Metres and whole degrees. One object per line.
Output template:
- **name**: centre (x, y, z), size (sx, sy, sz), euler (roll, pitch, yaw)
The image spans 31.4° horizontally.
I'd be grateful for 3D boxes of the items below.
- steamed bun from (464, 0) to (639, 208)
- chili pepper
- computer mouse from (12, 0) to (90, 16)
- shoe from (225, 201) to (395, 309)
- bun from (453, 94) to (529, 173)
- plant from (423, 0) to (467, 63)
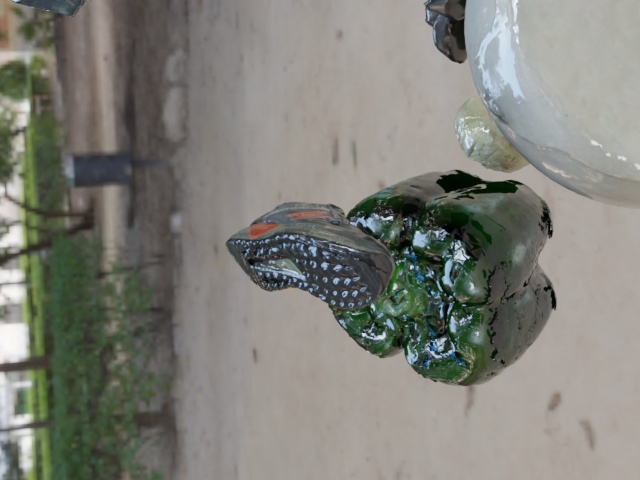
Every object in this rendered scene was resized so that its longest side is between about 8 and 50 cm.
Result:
- **steamed bun**: centre (0.247, -0.164, 0.899), size (0.177, 0.283, 0.282), euler (172, 94, -83)
- **chili pepper**: centre (0.156, 0.031, 1.333), size (0.249, 0.257, 0.233), euler (30, 124, 20)
- **computer mouse**: centre (-0.137, -0.215, 0.603), size (0.126, 0.071, 0.231), euler (-61, 40, 47)
- **shoe**: centre (0.001, 0.000, 0.904), size (0.194, 0.077, 0.074), euler (3, 133, 56)
- **bun**: centre (0.220, -0.130, 1.441), size (0.069, 0.115, 0.115), euler (-56, 33, 32)
- **plant**: centre (0.191, -0.309, 1.092), size (0.199, 0.188, 0.276), euler (61, -126, -78)
